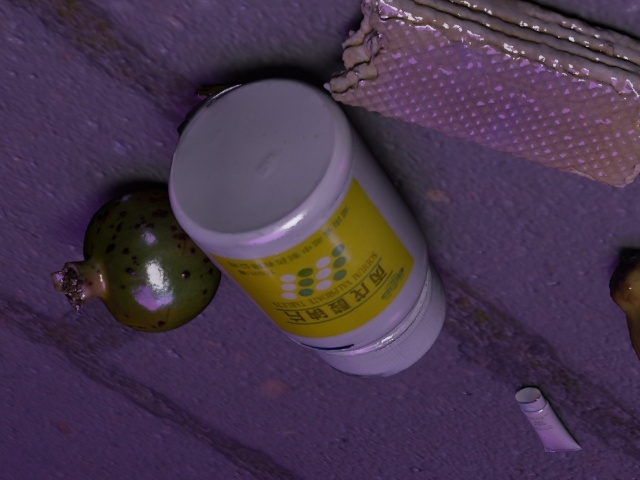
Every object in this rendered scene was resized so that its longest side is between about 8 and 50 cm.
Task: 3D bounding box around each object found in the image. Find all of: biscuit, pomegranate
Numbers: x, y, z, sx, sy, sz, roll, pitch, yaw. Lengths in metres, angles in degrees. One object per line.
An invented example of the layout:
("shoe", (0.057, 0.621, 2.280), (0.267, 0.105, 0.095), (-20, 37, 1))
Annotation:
("biscuit", (0.127, -0.115, 0.994), (0.238, 0.062, 0.108), (17, 143, -7))
("pomegranate", (-0.143, 0.015, 1.199), (0.130, 0.130, 0.130), (9, 145, 6))

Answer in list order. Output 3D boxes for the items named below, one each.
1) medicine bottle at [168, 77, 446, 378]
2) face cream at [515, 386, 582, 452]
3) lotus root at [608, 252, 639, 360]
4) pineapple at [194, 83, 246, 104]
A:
("medicine bottle", (0.000, 0.000, 1.107), (0.143, 0.143, 0.258), (-4, 152, 23))
("face cream", (0.218, 0.176, 1.401), (0.038, 0.020, 0.115), (-8, 143, 25))
("lotus root", (0.323, 0.081, 1.155), (0.214, 0.138, 0.138), (24, 145, 3))
("pineapple", (-0.050, -0.101, 1.106), (0.083, 0.019, 0.045), (-2, 136, 21))
